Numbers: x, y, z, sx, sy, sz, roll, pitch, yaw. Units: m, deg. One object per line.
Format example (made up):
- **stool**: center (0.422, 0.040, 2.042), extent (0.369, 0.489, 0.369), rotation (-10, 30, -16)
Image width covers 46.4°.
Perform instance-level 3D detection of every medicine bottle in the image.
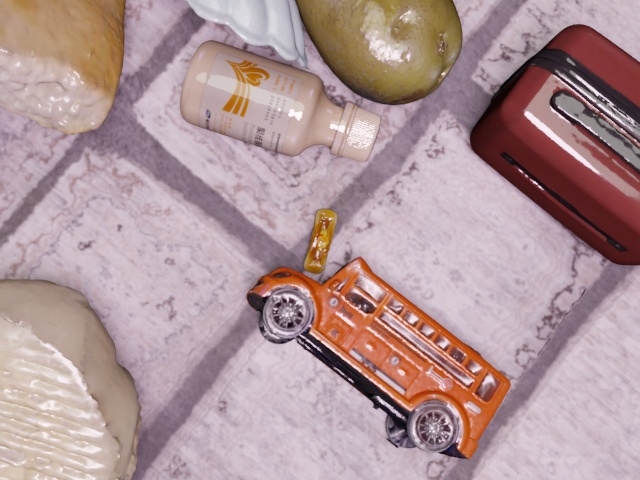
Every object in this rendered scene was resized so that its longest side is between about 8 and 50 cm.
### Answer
- **medicine bottle**: center (-0.048, -0.170, 0.972), extent (0.252, 0.114, 0.114), rotation (18, 85, -2)

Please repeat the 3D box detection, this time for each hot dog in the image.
- **hot dog**: center (0.000, 0.000, 1.000), extent (0.030, 0.034, 0.090), rotation (14, 86, 0)

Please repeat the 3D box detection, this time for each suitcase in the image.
- **suitcase**: center (0.347, -0.107, 0.919), extent (0.297, 0.236, 0.161), rotation (40, 86, 2)

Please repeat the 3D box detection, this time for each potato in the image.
- **potato**: center (0.064, -0.291, 0.965), extent (0.251, 0.159, 0.174), rotation (42, 55, 9)

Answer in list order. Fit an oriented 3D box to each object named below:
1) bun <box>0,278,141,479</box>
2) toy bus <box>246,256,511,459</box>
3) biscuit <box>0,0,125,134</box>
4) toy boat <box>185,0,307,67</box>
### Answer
- **bun**: center (-0.374, 0.211, 0.890), extent (0.360, 0.211, 0.359), rotation (0, 97, -2)
- **toy bus**: center (0.065, 0.133, 0.944), extent (0.329, 0.143, 0.153), rotation (37, 76, 2)
- **biscuit**: center (-0.409, -0.352, 0.858), extent (0.429, 0.104, 0.446), rotation (24, 52, -30)
- **toy boat**: center (-0.127, -0.322, 0.933), extent (0.290, 0.199, 0.100), rotation (29, 104, 3)
